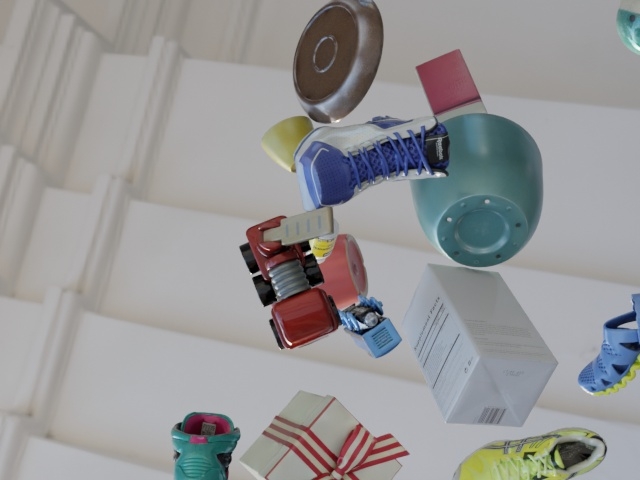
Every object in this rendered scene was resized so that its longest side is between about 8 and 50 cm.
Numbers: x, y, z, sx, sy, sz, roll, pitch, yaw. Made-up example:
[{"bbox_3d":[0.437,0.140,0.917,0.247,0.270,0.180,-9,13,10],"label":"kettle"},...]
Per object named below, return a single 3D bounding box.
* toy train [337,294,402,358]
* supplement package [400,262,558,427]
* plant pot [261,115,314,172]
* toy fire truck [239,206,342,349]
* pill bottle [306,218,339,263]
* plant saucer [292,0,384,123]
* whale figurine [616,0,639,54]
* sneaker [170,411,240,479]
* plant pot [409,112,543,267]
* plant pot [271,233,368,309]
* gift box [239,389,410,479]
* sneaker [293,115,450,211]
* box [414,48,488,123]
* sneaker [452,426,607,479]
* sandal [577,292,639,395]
[{"bbox_3d":[0.090,0.167,1.662,0.105,0.080,0.184,59,170,-4],"label":"toy train"},{"bbox_3d":[0.305,0.205,1.712,0.293,0.178,0.175,-111,34,-53],"label":"supplement package"},{"bbox_3d":[-0.062,-0.219,2.051,0.095,0.134,0.134,63,-175,22],"label":"plant pot"},{"bbox_3d":[-0.035,0.050,1.384,0.246,0.159,0.217,85,163,-78],"label":"toy fire truck"},{"bbox_3d":[0.000,0.000,1.893,0.116,0.065,0.065,107,-175,-54],"label":"pill bottle"},{"bbox_3d":[0.025,-0.425,1.977,0.050,0.311,0.310,11,-92,-38],"label":"plant saucer"},{"bbox_3d":[0.780,-0.460,1.880,0.216,0.272,0.141,-12,-58,-45],"label":"whale figurine"},{"bbox_3d":[-0.208,0.401,1.540,0.295,0.124,0.178,102,173,-70],"label":"sneaker"},{"bbox_3d":[0.330,-0.084,1.801,0.235,0.293,0.293,-81,-11,-54],"label":"plant pot"},{"bbox_3d":[-0.006,0.102,2.475,0.275,0.243,0.274,-14,-90,-74],"label":"plant pot"},{"bbox_3d":[0.019,0.492,1.869,0.255,0.276,0.258,-52,12,-16],"label":"gift box"},{"bbox_3d":[0.112,-0.150,1.443,0.316,0.182,0.127,-28,-70,-44],"label":"sneaker"},{"bbox_3d":[0.341,-0.339,2.163,0.148,0.127,0.232,54,-163,-53],"label":"box"},{"bbox_3d":[0.491,0.521,2.026,0.147,0.385,0.145,96,153,-72],"label":"sneaker"},{"bbox_3d":[0.701,0.229,1.979,0.317,0.138,0.126,-52,13,24],"label":"sandal"}]
